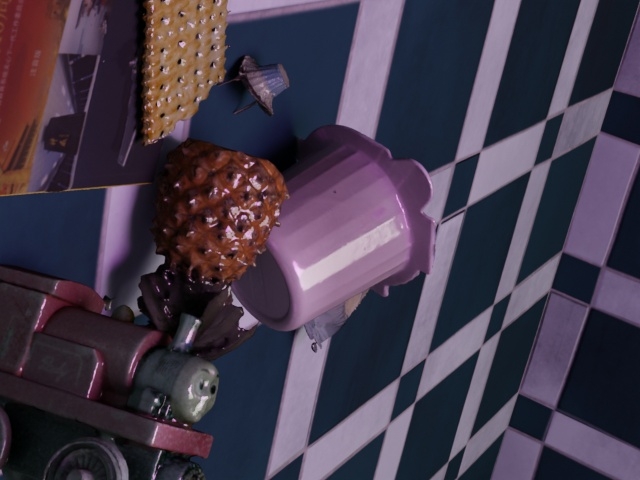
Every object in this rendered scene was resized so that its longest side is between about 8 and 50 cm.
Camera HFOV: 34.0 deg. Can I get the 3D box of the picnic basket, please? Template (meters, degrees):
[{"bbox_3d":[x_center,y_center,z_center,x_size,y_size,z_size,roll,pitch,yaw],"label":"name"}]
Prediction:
[{"bbox_3d":[-0.082,-0.191,1.295,0.083,0.083,0.065,-21,155,9],"label":"picnic basket"}]

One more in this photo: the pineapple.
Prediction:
[{"bbox_3d":[-0.150,0.069,1.216,0.165,0.165,0.364,28,77,-64],"label":"pineapple"}]

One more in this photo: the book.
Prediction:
[{"bbox_3d":[-0.254,-0.170,1.015,0.374,0.028,0.262,-12,123,-60],"label":"book"}]

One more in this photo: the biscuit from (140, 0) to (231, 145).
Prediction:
[{"bbox_3d":[-0.145,-0.215,1.135,0.144,0.016,0.203,-37,143,-46],"label":"biscuit"}]

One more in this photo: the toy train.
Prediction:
[{"bbox_3d":[-0.233,0.158,1.031,0.150,0.304,0.221,40,65,-64],"label":"toy train"}]

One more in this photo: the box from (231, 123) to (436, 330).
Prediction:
[{"bbox_3d":[0.000,0.000,1.380,0.206,0.291,0.262,-33,98,-30],"label":"box"}]

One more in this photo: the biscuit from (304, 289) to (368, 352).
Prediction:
[{"bbox_3d":[0.058,0.022,1.717,0.309,0.079,0.186,-52,149,-30],"label":"biscuit"}]
